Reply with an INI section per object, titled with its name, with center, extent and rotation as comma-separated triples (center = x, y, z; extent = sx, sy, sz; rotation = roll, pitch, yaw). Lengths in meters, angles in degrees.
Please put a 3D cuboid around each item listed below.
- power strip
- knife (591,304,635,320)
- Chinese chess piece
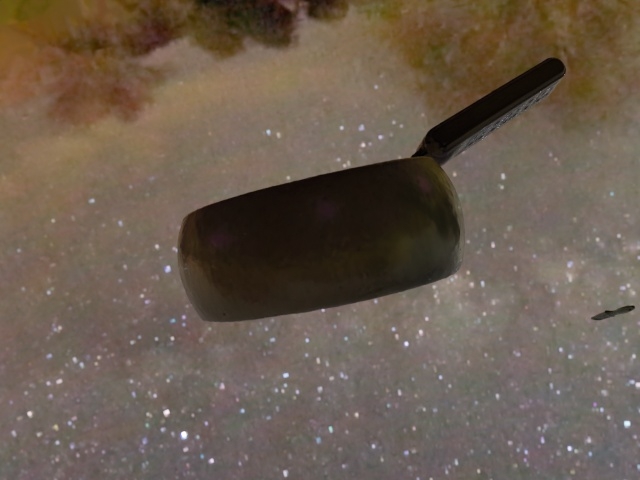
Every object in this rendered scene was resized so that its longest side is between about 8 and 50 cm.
[power strip]
center = 0.322, -0.238, 1.455
extent = 0.387, 0.066, 0.092
rotation = -32, 167, -19
[knife]
center = 0.696, 0.173, 1.800
extent = 0.030, 0.014, 0.207
rotation = 13, 165, -1
[Chinese chess piece]
center = 0.000, 0.000, 0.661
extent = 0.250, 0.101, 0.250
rotation = -12, -179, 0
